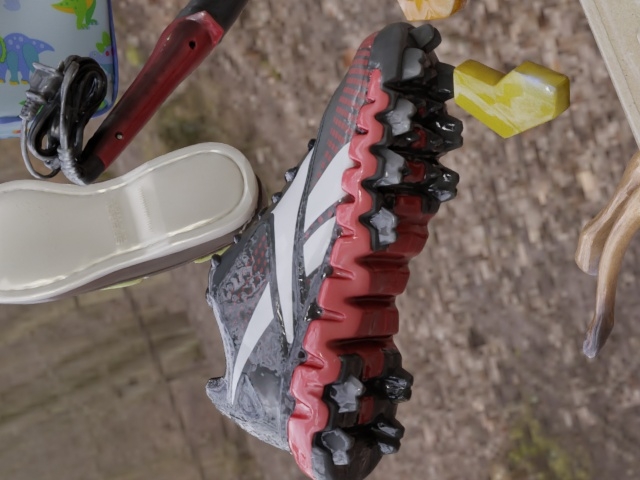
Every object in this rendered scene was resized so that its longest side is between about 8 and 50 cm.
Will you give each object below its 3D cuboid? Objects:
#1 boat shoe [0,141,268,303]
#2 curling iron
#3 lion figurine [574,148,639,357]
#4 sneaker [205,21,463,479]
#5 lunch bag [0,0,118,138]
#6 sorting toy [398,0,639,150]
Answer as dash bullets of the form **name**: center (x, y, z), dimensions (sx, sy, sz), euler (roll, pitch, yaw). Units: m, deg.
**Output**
- **boat shoe**: center (-0.207, -0.006, 1.325), dimensions (0.097, 0.324, 0.116), euler (56, -160, -72)
- **curling iron**: center (-0.079, -0.124, 0.827), dimensions (0.274, 0.035, 0.068), euler (-50, -40, -40)
- **lion figurine**: center (0.322, -0.085, 0.985), dimensions (0.142, 0.392, 0.240), euler (42, 170, 21)
- **sneaker**: center (0.000, 0.000, 0.860), dimensions (0.098, 0.135, 0.276), euler (8, -85, -58)
- **lunch bag**: center (-0.239, -0.152, 0.923), dimensions (0.090, 0.219, 0.176), euler (-6, 92, 47)
- **sorting toy**: center (0.175, -0.109, 0.672), dimensions (0.307, 0.041, 0.229), euler (-18, 103, 42)
